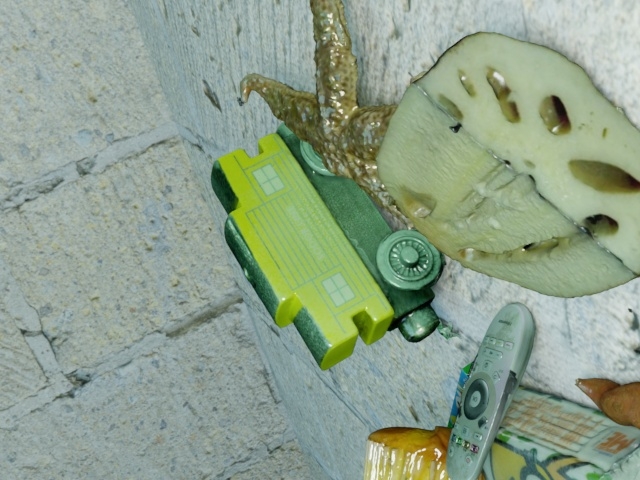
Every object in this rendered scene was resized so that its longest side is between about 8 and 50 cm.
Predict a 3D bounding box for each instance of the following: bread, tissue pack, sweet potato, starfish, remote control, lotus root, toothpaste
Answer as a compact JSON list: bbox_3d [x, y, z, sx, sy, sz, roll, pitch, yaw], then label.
[{"bbox_3d":[0.190,0.368,1.206,0.204,0.156,0.288,3,167,41],"label":"bread"},{"bbox_3d":[0.339,0.332,1.012,0.228,0.128,0.311,66,163,-8],"label":"tissue pack"},{"bbox_3d":[0.363,0.188,0.867,0.055,0.058,0.202,23,178,-18],"label":"sweet potato"},{"bbox_3d":[0.025,-0.214,1.103,0.432,0.082,0.324,50,145,30],"label":"starfish"},{"bbox_3d":[0.229,0.206,1.048,0.045,0.256,0.097,24,176,-17],"label":"remote control"},{"bbox_3d":[0.204,-0.061,0.818,0.267,0.149,0.260,42,164,5],"label":"lotus root"},{"bbox_3d":[0.259,0.286,1.304,0.065,0.050,0.267,49,159,30],"label":"toothpaste"}]

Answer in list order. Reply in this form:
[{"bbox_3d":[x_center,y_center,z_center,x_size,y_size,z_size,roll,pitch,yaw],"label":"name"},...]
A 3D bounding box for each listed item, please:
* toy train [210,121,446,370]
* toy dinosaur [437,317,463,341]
[{"bbox_3d":[0.000,0.000,1.264,0.442,0.272,0.179,57,164,19],"label":"toy train"},{"bbox_3d":[0.212,0.156,1.303,0.083,0.021,0.062,54,168,38],"label":"toy dinosaur"}]
